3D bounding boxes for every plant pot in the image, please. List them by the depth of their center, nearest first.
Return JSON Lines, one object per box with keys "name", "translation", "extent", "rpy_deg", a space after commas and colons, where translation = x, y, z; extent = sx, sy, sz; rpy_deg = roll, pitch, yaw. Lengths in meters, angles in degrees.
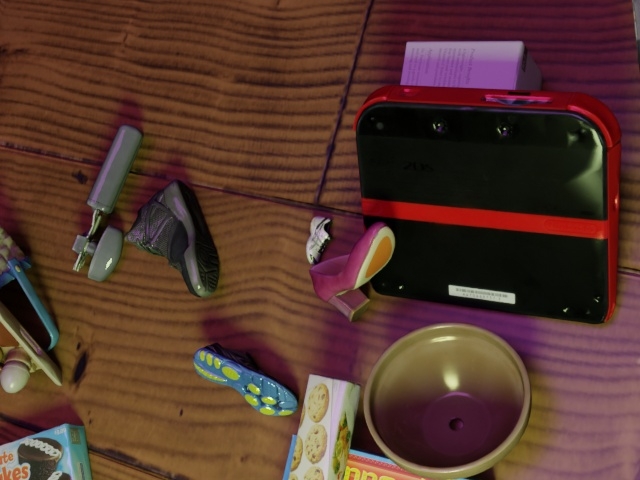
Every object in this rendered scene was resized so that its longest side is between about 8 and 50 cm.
{"name": "plant pot", "translation": [0.188, 0.245, 1.479], "extent": [0.237, 0.110, 0.237], "rpy_deg": [-8, 54, 11]}

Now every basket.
{"name": "basket", "translation": [-0.633, 0.101, 1.857], "extent": [0.254, 0.201, 0.289], "rpy_deg": [-18, 98, 16]}

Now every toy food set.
{"name": "toy food set", "translation": [-0.634, 0.212, 1.781], "extent": [0.306, 0.220, 0.092], "rpy_deg": [-14, 45, 13]}

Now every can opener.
{"name": "can opener", "translation": [-0.372, -0.066, 1.854], "extent": [0.095, 0.076, 0.283], "rpy_deg": [23, 86, -6]}

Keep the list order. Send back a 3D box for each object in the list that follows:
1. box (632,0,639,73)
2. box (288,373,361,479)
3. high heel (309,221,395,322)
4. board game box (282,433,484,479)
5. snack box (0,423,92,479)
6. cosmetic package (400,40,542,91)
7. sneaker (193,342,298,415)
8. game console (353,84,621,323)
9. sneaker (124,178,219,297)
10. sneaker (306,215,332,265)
{"name": "box", "translation": [0.472, -0.093, 1.299], "extent": [0.097, 0.395, 0.318], "rpy_deg": [-5, 76, 21]}
{"name": "box", "translation": [-0.008, 0.358, 1.484], "extent": [0.067, 0.063, 0.324], "rpy_deg": [8, 80, 26]}
{"name": "high heel", "translation": [0.040, 0.024, 1.566], "extent": [0.082, 0.244, 0.117], "rpy_deg": [-36, 69, -24]}
{"name": "board game box", "translation": [0.074, 0.469, 1.505], "extent": [0.308, 0.086, 0.302], "rpy_deg": [9, 81, 25]}
{"name": "snack box", "translation": [-0.547, 0.456, 1.792], "extent": [0.322, 0.060, 0.187], "rpy_deg": [-21, 69, 18]}
{"name": "cosmetic package", "translation": [0.229, -0.210, 1.569], "extent": [0.183, 0.151, 0.151], "rpy_deg": [6, 80, 25]}
{"name": "sneaker", "translation": [-0.114, 0.218, 1.657], "extent": [0.188, 0.078, 0.067], "rpy_deg": [28, 119, 13]}
{"name": "game console", "translation": [0.237, -0.053, 1.489], "extent": [0.386, 0.060, 0.342], "rpy_deg": [7, 121, 26]}
{"name": "sneaker", "translation": [-0.256, 0.017, 1.763], "extent": [0.130, 0.087, 0.228], "rpy_deg": [-31, 64, 15]}
{"name": "sneaker", "translation": [0.000, 0.000, 1.683], "extent": [0.037, 0.032, 0.083], "rpy_deg": [2, 79, 24]}
